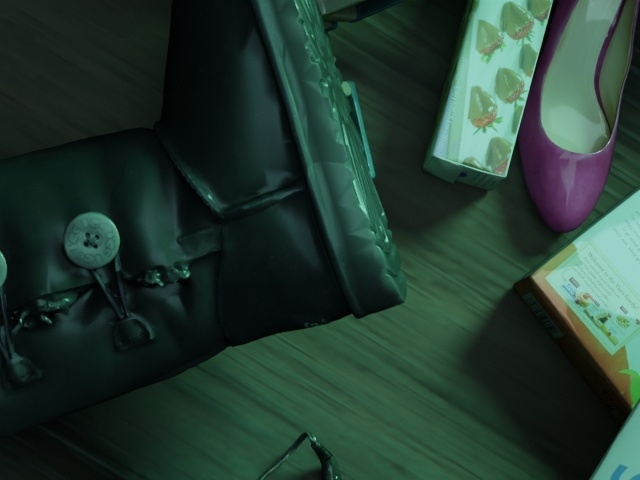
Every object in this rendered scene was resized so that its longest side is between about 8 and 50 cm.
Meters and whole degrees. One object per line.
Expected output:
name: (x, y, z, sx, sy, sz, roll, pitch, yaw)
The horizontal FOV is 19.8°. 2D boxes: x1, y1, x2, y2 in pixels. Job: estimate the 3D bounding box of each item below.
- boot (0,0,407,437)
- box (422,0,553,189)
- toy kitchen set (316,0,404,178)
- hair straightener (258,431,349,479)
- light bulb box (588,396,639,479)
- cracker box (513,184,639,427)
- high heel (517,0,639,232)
boot: (-0.202, -0.054, 1.337, 0.445, 0.146, 0.367, -18, 81, 8)
box: (0.155, -0.202, 1.477, 0.063, 0.067, 0.324, 17, 81, -4)
toy kitchen set: (0.070, -0.144, 1.412, 0.122, 0.207, 0.166, -6, 80, -52)
hair straightener: (-0.014, 0.262, 1.395, 0.089, 0.047, 0.230, -3, 82, -8)
light bulb box: (0.305, 0.237, 1.255, 0.225, 0.361, 0.358, 30, 79, 21)
cracker box: (0.293, 0.025, 1.459, 0.232, 0.067, 0.155, -37, 88, -10)
high heel: (0.214, -0.131, 1.446, 0.082, 0.117, 0.244, 15, 80, -5)
